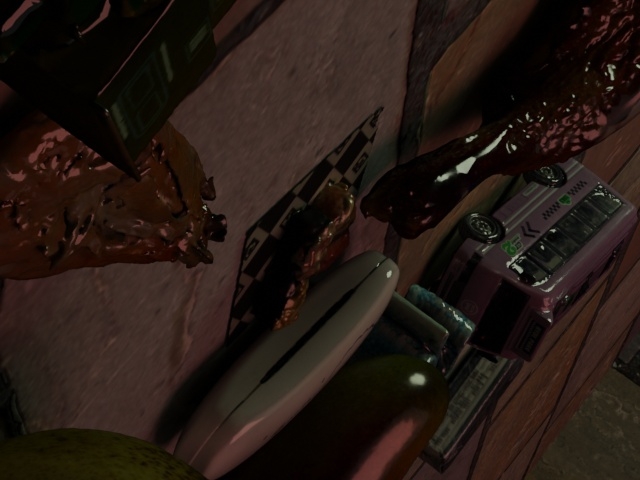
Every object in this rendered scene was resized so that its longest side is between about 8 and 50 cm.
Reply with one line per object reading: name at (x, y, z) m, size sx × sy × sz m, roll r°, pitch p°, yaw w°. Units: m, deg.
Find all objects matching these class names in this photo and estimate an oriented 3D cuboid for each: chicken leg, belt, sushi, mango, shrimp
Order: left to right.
shrimp at (-0.083, -0.017, 0.629) m, size 0.091 × 0.043 × 0.184 m, roll -49°, pitch 159°, yaw 7°
mango at (-0.015, 0.182, 1.093) m, size 0.267 × 0.111 × 0.133 m, roll -48°, pitch 142°, yaw -10°
sushi at (0.000, 0.000, 0.918) m, size 0.126 × 0.026 × 0.120 m, roll -44°, pitch 161°, yaw -33°
belt at (0.054, 0.127, 1.267) m, size 0.087 × 0.072 × 0.302 m, roll -42°, pitch 162°, yaw -26°
chicken leg at (0.172, -0.117, 1.063) m, size 0.407 × 0.096 × 0.158 m, roll -44°, pitch 157°, yaw -25°

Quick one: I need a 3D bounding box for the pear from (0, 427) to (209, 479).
pear at (-0.109, 0.181, 0.680) m, size 0.197 × 0.197 × 0.197 m, roll -49°, pitch 163°, yaw -20°

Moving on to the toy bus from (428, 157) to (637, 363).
toy bus at (0.176, 0.016, 1.315) m, size 0.199 × 0.108 × 0.096 m, roll -38°, pitch 157°, yaw -46°

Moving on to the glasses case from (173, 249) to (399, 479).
glasses case at (-0.018, 0.075, 0.971) m, size 0.197 × 0.049 × 0.076 m, roll -43°, pitch 171°, yaw -37°

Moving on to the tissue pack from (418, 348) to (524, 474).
tissue pack at (0.160, 0.171, 1.700) m, size 0.156 × 0.051 × 0.112 m, roll -51°, pitch 165°, yaw -12°

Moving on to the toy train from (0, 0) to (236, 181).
toy train at (-0.027, -0.132, 0.461) m, size 0.225 × 0.090 × 0.137 m, roll -52°, pitch 171°, yaw -10°
